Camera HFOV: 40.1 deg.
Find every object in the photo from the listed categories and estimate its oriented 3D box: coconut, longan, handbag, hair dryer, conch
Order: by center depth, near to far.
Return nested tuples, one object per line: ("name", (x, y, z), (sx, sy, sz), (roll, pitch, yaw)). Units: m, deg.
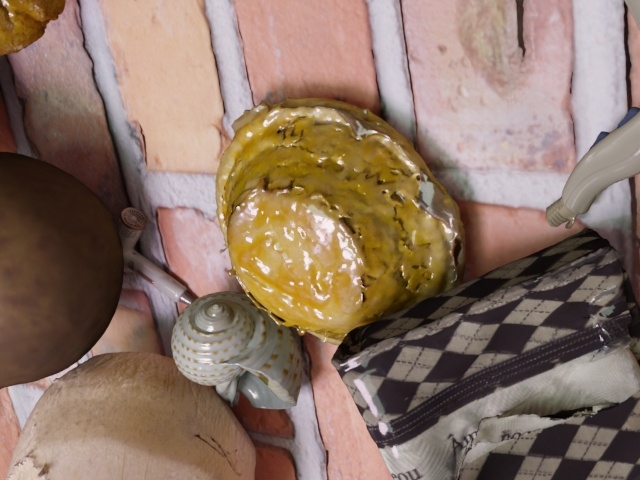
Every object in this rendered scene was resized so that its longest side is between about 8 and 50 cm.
("hair dryer", (0.273, -0.169, 0.774), (0.298, 0.119, 0.296), (-15, 96, 52))
("handbag", (0.242, 0.225, 0.889), (0.316, 0.180, 0.416), (-25, 95, 10))
("conch", (-0.103, 0.140, 1.155), (0.172, 0.131, 0.200), (5, 157, 12))
("longan", (-0.438, 0.047, 1.189), (0.360, 0.361, 0.361), (15, 119, 29))
("coconut", (-0.264, 0.333, 1.223), (0.346, 0.360, 0.346), (0, 117, 0))
("hair dryer", (-0.249, 0.063, 1.281), (0.183, 0.044, 0.155), (45, 132, 6))

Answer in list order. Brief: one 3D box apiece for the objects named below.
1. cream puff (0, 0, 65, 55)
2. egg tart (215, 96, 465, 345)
("cream puff", (-0.418, -0.347, 1.099), (0.244, 0.196, 0.244), (2, 99, 14))
("egg tart", (0.001, 0.001, 1.012), (0.341, 0.132, 0.342), (15, 120, 28))
